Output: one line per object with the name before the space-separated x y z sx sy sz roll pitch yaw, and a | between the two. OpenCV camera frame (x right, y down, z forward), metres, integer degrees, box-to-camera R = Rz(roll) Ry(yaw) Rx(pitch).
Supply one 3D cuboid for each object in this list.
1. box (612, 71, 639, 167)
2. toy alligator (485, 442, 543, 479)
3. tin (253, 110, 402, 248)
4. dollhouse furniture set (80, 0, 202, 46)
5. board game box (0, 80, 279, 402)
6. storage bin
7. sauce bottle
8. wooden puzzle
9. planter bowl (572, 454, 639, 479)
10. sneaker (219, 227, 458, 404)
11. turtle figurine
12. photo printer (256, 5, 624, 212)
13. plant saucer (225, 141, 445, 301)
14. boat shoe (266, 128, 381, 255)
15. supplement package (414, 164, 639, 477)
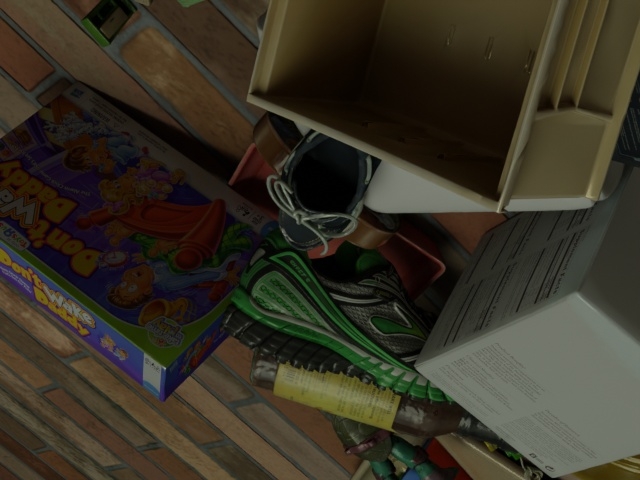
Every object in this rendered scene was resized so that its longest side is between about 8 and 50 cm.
box | 0.270 -0.154 0.917 0.183 0.059 0.233 25 146 53
toy alligator | 0.237 0.248 1.569 0.190 0.056 0.051 55 180 -32
tin | 0.007 -0.068 1.264 0.189 0.106 0.040 45 120 2
dollhouse furniture set | -0.183 -0.252 1.231 0.151 0.058 0.076 -10 130 45
board game box | -0.232 -0.009 1.371 0.347 0.233 0.078 35 146 15
storage bin | 0.101 -0.186 0.862 0.262 0.123 0.260 28 111 42
sauce bottle | 0.087 0.180 1.466 0.344 0.111 0.111 18 146 5
wooden puzzle | 0.220 0.404 1.758 0.348 0.080 0.322 29 147 3
planter bowl | 0.368 0.215 1.374 0.217 0.090 0.217 18 150 11
sneaker | 0.070 0.085 1.314 0.343 0.146 0.134 18 -174 -28
turtle figurine | 0.073 0.248 1.603 0.175 0.118 0.234 -24 103 49
photo printer | 0.097 -0.138 1.107 0.307 0.107 0.256 1 136 40
plant saucer | 0.000 0.000 1.430 0.258 0.048 0.259 33 146 -3
boat shoe | 0.005 -0.052 1.125 0.095 0.079 0.254 37 147 -2
supplement package | 0.271 0.078 1.177 0.199 0.198 0.262 39 147 -11
